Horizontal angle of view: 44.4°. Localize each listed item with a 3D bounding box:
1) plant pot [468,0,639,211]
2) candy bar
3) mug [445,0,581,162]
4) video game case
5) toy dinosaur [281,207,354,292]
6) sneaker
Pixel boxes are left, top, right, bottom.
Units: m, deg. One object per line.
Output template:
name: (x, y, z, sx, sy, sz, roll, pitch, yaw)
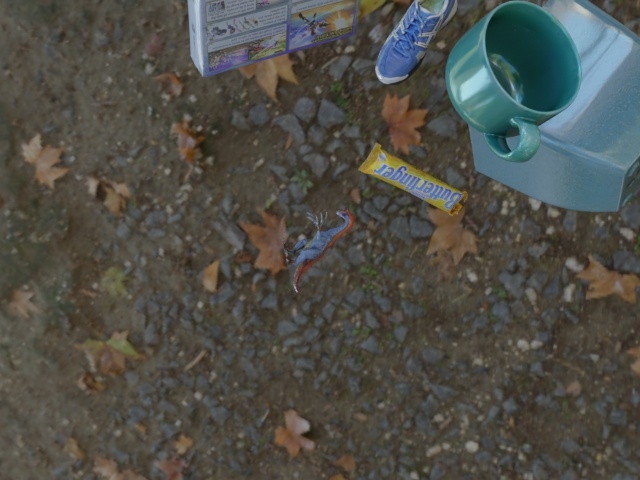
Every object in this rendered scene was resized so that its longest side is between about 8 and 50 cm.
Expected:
plant pot: (0.408, -0.187, 1.227, 0.252, 0.247, 0.248, 39, 172, 27)
candy bar: (0.120, -0.074, 0.986, 0.161, 0.018, 0.040, 24, 105, -28)
mug: (0.194, -0.168, 0.844, 0.129, 0.158, 0.097, 41, 153, -10)
video game case: (-0.064, -0.384, 1.149, 0.061, 0.269, 0.244, 57, 157, 31)
toy dinosaur: (0.000, 0.000, 0.847, 0.082, 0.047, 0.090, -15, 122, -1)
sneaker: (0.162, -0.367, 1.364, 0.080, 0.081, 0.211, 32, 85, 14)
